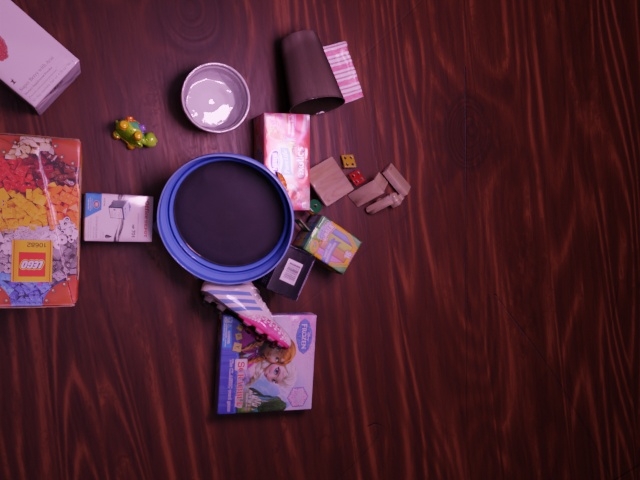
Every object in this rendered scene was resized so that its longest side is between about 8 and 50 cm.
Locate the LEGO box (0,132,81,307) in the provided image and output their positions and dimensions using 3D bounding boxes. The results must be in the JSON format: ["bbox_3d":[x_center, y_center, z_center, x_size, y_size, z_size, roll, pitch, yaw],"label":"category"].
[{"bbox_3d":[-0.703,-0.054,1.521,0.193,0.500,0.373,2,92,-21],"label":"LEGO box"}]

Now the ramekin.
[{"bbox_3d":[-0.325,-0.425,1.845,0.207,0.109,0.207,-2,95,-20],"label":"ramekin"}]

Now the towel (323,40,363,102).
[{"bbox_3d":[0.054,-0.552,2.021,0.144,0.029,0.197,-22,101,-19],"label":"towel"}]

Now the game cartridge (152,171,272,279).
[{"bbox_3d":[-0.301,-0.057,1.826,0.355,0.068,0.230,-33,102,13],"label":"game cartridge"}]

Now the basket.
[{"bbox_3d":[-0.038,-0.526,1.911,0.204,0.154,0.227,-10,82,-45],"label":"basket"}]

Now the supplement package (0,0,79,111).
[{"bbox_3d":[-0.817,-0.506,1.619,0.293,0.175,0.177,42,80,-18],"label":"supplement package"}]

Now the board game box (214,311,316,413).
[{"bbox_3d":[-0.177,0.393,1.977,0.318,0.066,0.319,2,92,-21],"label":"board game box"}]

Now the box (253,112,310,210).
[{"bbox_3d":[-0.124,-0.243,1.914,0.154,0.142,0.300,-1,94,-19],"label":"box"}]

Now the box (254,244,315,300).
[{"bbox_3d":[-0.122,0.088,1.903,0.108,0.207,0.153,26,86,-20],"label":"box"}]

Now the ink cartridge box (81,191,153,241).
[{"bbox_3d":[-0.591,-0.067,1.773,0.190,0.082,0.140,1,93,-26],"label":"ink cartridge box"}]

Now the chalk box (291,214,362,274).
[{"bbox_3d":[0.000,0.000,1.983,0.213,0.132,0.132,33,82,-18],"label":"chalk box"}]

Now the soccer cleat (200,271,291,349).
[{"bbox_3d":[-0.208,0.205,1.868,0.331,0.116,0.143,35,66,-10],"label":"soccer cleat"}]

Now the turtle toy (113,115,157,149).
[{"bbox_3d":[-0.544,-0.314,1.788,0.130,0.095,0.066,36,60,-19],"label":"turtle toy"}]

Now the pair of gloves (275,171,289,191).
[{"bbox_3d":[-0.141,-0.164,1.832,0.083,0.010,0.074,-26,102,-14],"label":"pair of gloves"}]

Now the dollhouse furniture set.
[{"bbox_3d":[0.205,-0.171,2.104,0.144,0.123,0.151,48,43,-17],"label":"dollhouse furniture set"}]

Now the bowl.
[{"bbox_3d":[-0.268,-0.064,1.751,0.391,0.077,0.391,1,110,2],"label":"bowl"}]

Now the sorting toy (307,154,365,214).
[{"bbox_3d":[0.027,-0.192,2.009,0.274,0.046,0.132,-35,91,-34],"label":"sorting toy"}]
